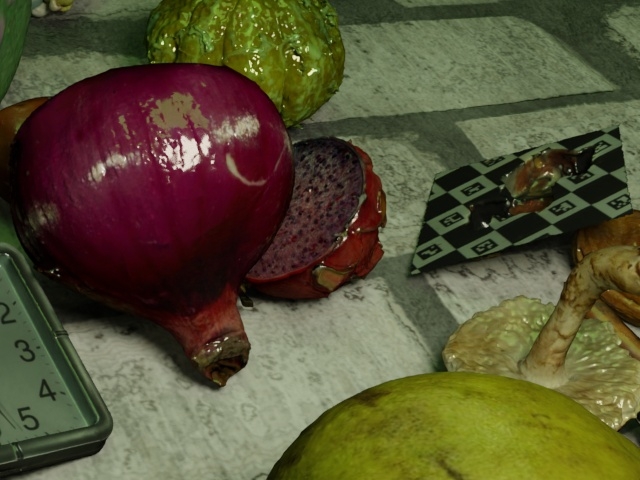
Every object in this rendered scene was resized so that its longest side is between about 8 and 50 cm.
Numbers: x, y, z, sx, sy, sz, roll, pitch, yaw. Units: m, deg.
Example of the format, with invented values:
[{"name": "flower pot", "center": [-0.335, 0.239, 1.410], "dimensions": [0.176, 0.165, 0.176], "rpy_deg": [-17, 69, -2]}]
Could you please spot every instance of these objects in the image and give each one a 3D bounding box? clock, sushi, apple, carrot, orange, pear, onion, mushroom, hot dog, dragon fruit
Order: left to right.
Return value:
[{"name": "clock", "center": [-0.377, 0.127, 1.468], "dimensions": [0.273, 0.049, 0.279], "rpy_deg": [-6, 56, -49]}, {"name": "apple", "center": [-0.353, -0.110, 1.816], "dimensions": [0.158, 0.156, 0.147], "rpy_deg": [0, -11, -45]}, {"name": "onion", "center": [-0.171, -0.015, 1.632], "dimensions": [0.347, 0.348, 0.385], "rpy_deg": [-17, 79, -34]}, {"name": "orange", "center": [-0.117, -0.292, 2.082], "dimensions": [0.301, 0.223, 0.300], "rpy_deg": [-12, 35, -28]}, {"name": "dragon fruit", "center": [0.002, -0.004, 1.784], "dimensions": [0.218, 0.148, 0.224], "rpy_deg": [-23, 48, 23]}, {"name": "pear", "center": [0.130, 0.286, 1.246], "dimensions": [0.413, 0.352, 0.352], "rpy_deg": [5, 35, -20]}, {"name": "sushi", "center": [0.281, -0.038, 1.919], "dimensions": [0.294, 0.059, 0.292], "rpy_deg": [-14, 25, 17]}, {"name": "mushroom", "center": [0.292, 0.094, 1.605], "dimensions": [0.208, 0.302, 0.233], "rpy_deg": [17, 29, -43]}, {"name": "carrot", "center": [0.374, 0.129, 1.772], "dimensions": [0.055, 0.055, 0.161], "rpy_deg": [-19, 52, -36]}, {"name": "hot dog", "center": [0.461, 0.037, 1.866], "dimensions": [0.272, 0.122, 0.196], "rpy_deg": [13, 31, 32]}]

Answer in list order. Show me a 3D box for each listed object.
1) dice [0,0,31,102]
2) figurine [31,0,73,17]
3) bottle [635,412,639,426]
[{"name": "dice", "center": [-0.584, -0.324, 1.900], "dimensions": [0.318, 0.330, 0.322], "rpy_deg": [16, 34, 5]}, {"name": "figurine", "center": [-0.459, -0.413, 2.250], "dimensions": [0.155, 0.127, 0.235], "rpy_deg": [33, 45, 13]}, {"name": "bottle", "center": [0.426, 0.257, 1.550], "dimensions": [0.112, 0.112, 0.260], "rpy_deg": [-2, 36, -18]}]
